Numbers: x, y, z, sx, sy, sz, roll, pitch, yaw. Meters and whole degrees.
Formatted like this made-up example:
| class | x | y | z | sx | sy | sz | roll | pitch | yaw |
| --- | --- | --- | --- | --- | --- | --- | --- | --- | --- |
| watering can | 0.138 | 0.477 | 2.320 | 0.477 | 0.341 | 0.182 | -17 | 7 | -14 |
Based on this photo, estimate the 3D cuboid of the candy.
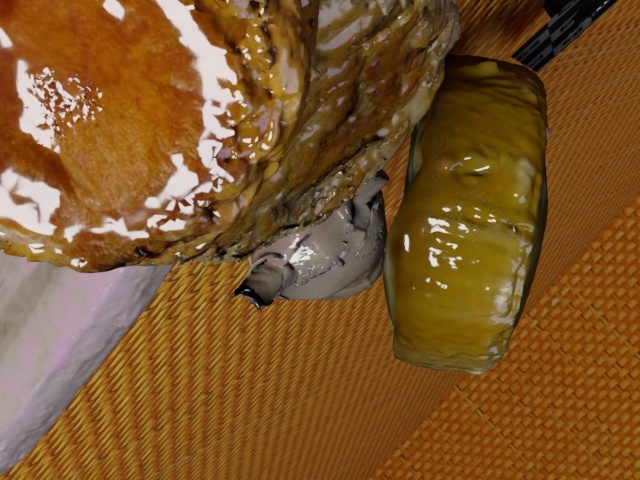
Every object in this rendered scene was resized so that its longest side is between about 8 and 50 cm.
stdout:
| class | x | y | z | sx | sy | sz | roll | pitch | yaw |
| --- | --- | --- | --- | --- | --- | --- | --- | --- | --- |
| candy | 0.112 | -0.021 | 1.312 | 0.260 | 0.118 | 0.260 | -169 | -90 | -90 |

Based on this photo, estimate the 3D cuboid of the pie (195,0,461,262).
| class | x | y | z | sx | sy | sz | roll | pitch | yaw |
| --- | --- | --- | --- | --- | --- | --- | --- | --- | --- |
| pie | 0.000 | -0.091 | 1.096 | 0.274 | 0.055 | 0.274 | -40 | 162 | -16 |

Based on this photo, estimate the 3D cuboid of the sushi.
| class | x | y | z | sx | sy | sz | roll | pitch | yaw |
| --- | --- | --- | --- | --- | --- | --- | --- | --- | --- |
| sushi | 0.222 | -0.225 | 1.345 | 0.192 | 0.050 | 0.215 | -42 | 173 | 11 |

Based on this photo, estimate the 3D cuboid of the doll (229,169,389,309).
| class | x | y | z | sx | sy | sz | roll | pitch | yaw |
| --- | --- | --- | --- | --- | --- | --- | --- | --- | --- |
| doll | 0.000 | 0.000 | 1.303 | 0.149 | 0.095 | 0.192 | -42 | 170 | 3 |

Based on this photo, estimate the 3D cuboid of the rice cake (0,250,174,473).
| class | x | y | z | sx | sy | sz | roll | pitch | yaw |
| --- | --- | --- | --- | --- | --- | --- | --- | --- | --- |
| rice cake | -0.135 | 0.004 | 0.869 | 0.050 | 0.106 | 0.298 | -8 | 143 | -54 |

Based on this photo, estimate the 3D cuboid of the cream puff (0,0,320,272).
| class | x | y | z | sx | sy | sz | roll | pitch | yaw |
| --- | --- | --- | --- | --- | --- | --- | --- | --- | --- |
| cream puff | -0.080 | -0.097 | 0.653 | 0.183 | 0.183 | 0.169 | -52 | -170 | 34 |
